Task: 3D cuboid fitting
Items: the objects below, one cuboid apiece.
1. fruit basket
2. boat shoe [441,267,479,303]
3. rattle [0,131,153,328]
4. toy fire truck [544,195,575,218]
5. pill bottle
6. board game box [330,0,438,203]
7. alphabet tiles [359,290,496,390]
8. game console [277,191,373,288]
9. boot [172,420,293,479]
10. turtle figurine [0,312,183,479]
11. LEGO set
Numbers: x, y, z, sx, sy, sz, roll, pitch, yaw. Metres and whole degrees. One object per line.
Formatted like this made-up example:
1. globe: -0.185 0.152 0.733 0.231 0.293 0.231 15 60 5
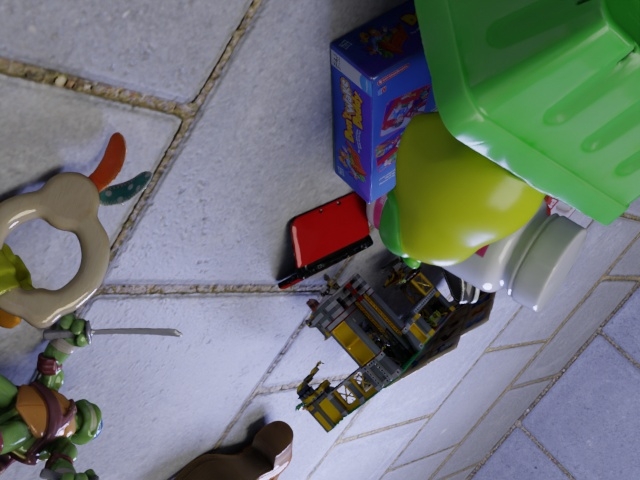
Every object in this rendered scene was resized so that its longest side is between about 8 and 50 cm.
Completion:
1. fruit basket: 0.209 -0.142 0.925 0.392 0.283 0.392 -5 154 -2
2. boat shoe: 0.205 0.001 1.338 0.069 0.081 0.227 -17 100 -20
3. rattle: -0.256 -0.002 0.829 0.142 0.130 0.199 96 20 -65
4. toy fire truck: 0.373 -0.105 1.368 0.254 0.169 0.302 16 117 -47
5. pill bottle: 0.222 -0.025 1.171 0.160 0.283 0.160 -44 152 -30
6. board game box: 0.173 -0.227 1.077 0.347 0.078 0.233 -33 150 -20
7. alphabet tiles: 0.206 0.181 1.541 0.285 0.011 0.342 -34 -178 21
8. game console: 0.000 0.000 1.226 0.144 0.085 0.124 -24 177 -32
9. boot: -0.175 0.470 1.557 0.283 0.109 0.220 -34 155 -33
10. turtle figurine: -0.293 0.173 0.887 0.266 0.275 0.197 21 77 -56
11. LEGO set: 0.063 0.142 1.378 0.331 0.192 0.255 -38 174 -41
